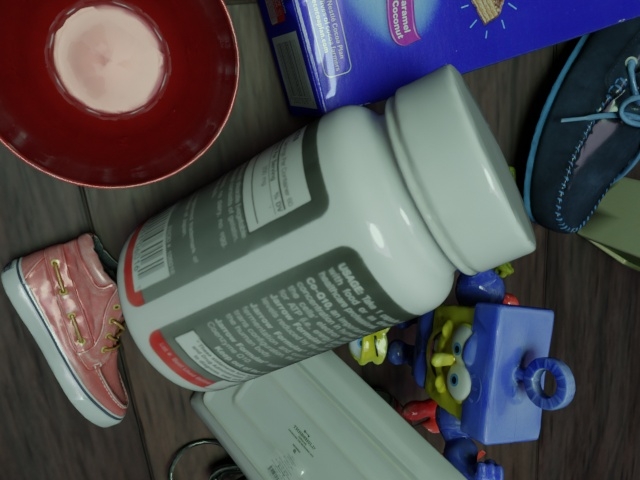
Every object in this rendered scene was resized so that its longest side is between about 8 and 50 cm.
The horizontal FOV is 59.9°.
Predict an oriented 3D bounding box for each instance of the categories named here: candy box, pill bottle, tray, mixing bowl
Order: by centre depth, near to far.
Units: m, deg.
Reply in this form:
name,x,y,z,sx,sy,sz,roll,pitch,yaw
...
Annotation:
name,x,y,z,sx,sy,sz,roll,pitch,yaw
mixing bowl,-0.160,-0.138,0.421,0.181,0.098,0.181,-6,110,-18
pill bottle,0.000,0.000,0.424,0.283,0.161,0.161,-25,118,24
candy box,0.098,-0.275,0.457,0.317,0.122,0.268,-20,110,-12
tray,-0.013,0.178,0.493,0.145,0.270,0.030,-54,147,4

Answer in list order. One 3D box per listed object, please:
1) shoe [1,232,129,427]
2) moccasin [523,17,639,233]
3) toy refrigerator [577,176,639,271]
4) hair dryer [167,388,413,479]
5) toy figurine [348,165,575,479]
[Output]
name,x,y,z,sx,sy,sz,roll,pitch,yaw
shoe,-0.198,0.082,0.496,0.081,0.063,0.178,-25,109,-5
moccasin,0.320,-0.162,0.559,0.137,0.117,0.342,10,105,-42
toy refrigerator,0.415,0.018,0.581,0.102,0.269,0.094,27,96,-26
hair dryer,0.003,0.254,0.629,0.293,0.080,0.224,38,99,-15
toy figurine,0.158,0.077,0.498,0.191,0.217,0.363,10,89,-21
